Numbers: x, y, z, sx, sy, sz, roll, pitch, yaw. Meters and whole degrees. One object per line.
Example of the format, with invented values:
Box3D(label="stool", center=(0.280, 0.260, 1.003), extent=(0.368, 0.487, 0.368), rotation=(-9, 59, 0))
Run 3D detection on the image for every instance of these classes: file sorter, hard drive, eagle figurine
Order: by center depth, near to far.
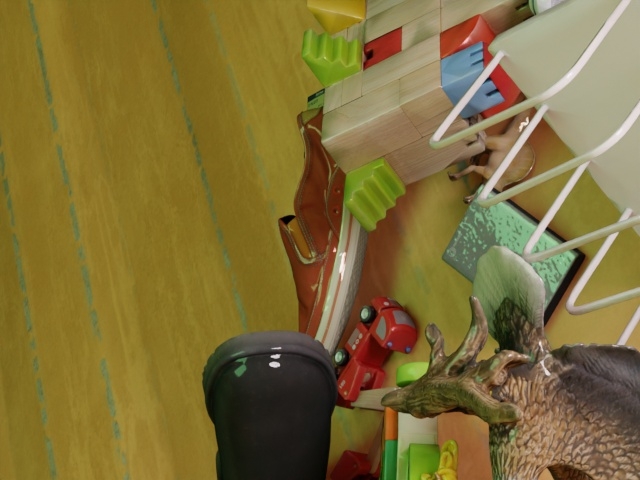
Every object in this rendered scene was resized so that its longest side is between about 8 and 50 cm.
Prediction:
Box3D(label="file sorter", center=(0.257, -0.054, 1.396), extent=(0.193, 0.277, 0.173), rotation=(-24, 21, 51))
Box3D(label="eagle figurine", center=(0.207, 0.170, 1.426), extent=(0.225, 0.298, 0.226), rotation=(-53, 31, 25))
Box3D(label="hard drive", center=(0.197, 0.017, 1.700), extent=(0.135, 0.022, 0.094), rotation=(39, 113, 31))

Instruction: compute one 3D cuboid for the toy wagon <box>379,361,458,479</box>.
Box3D(label="toy wagon", center=(0.091, 0.257, 1.620), extent=(0.344, 0.068, 0.267), rotation=(87, -175, -72))

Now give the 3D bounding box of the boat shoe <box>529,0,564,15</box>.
Box3D(label="boat shoe", center=(0.247, -0.307, 1.714), extent=(0.076, 0.083, 0.226), rotation=(-1, 51, 35))

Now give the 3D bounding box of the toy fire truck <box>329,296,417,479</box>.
Box3D(label="toy fire truck", center=(0.059, 0.175, 1.872), extent=(0.192, 0.047, 0.135), rotation=(-59, 40, 18))

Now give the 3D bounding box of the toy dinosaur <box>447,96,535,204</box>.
Box3D(label="toy dinosaur", center=(0.196, -0.097, 1.790), extent=(0.092, 0.053, 0.183), rotation=(10, 73, 41))

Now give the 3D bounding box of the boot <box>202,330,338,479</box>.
Box3D(label="boot", center=(-0.024, 0.365, 1.717), extent=(0.367, 0.146, 0.445), rotation=(89, 173, -55))

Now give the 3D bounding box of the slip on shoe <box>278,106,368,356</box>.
Box3D(label="slip on shoe", center=(0.000, 0.000, 1.936), extent=(0.123, 0.101, 0.331), rotation=(-40, -42, -78))

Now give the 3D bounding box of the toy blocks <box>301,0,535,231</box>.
Box3D(label="toy blocks", center=(0.141, -0.212, 1.787), extent=(0.261, 0.191, 0.381), rotation=(-23, 36, 23))

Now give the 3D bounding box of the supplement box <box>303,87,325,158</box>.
Box3D(label="supplement box", center=(0.030, -0.135, 2.020), extent=(0.056, 0.083, 0.083), rotation=(-23, 57, 51))
